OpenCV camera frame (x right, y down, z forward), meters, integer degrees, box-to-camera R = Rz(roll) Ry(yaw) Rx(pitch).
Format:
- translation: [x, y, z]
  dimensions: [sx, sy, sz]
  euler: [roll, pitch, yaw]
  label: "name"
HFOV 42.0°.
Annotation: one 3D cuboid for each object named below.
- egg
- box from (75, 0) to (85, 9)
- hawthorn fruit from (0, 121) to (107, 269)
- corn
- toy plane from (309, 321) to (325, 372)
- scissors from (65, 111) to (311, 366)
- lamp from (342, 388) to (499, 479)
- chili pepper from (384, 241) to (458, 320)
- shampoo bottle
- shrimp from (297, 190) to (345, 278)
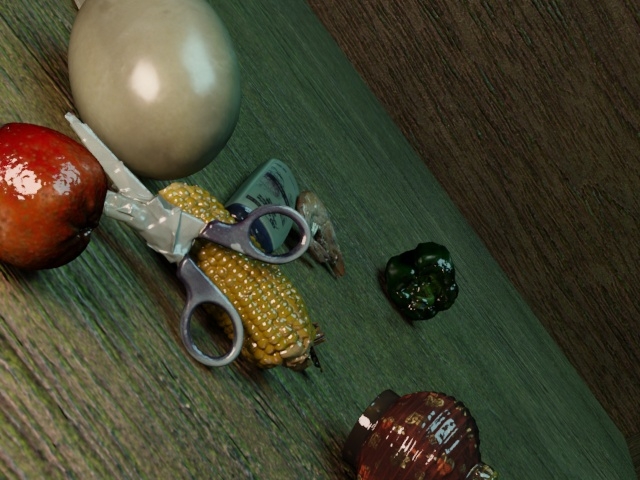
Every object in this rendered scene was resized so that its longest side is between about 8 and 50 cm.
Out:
- translation: [-0.254, -0.256, 1.278]
  dimensions: [0.258, 0.258, 0.352]
  euler: [28, 42, -53]
  label: "egg"
- translation: [-0.328, -0.395, 1.562]
  dimensions: [0.225, 0.117, 0.225]
  euler: [14, 44, -62]
  label: "box"
- translation: [-0.338, -0.062, 0.943]
  dimensions: [0.194, 0.157, 0.157]
  euler: [39, 17, 8]
  label: "hawthorn fruit"
- translation: [-0.128, 0.060, 1.259]
  dimensions: [0.347, 0.130, 0.130]
  euler: [52, 19, -2]
  label: "corn"
- translation: [-0.030, 0.159, 1.387]
  dimensions: [0.135, 0.062, 0.188]
  euler: [59, 0, 10]
  label: "toy plane"
- translation: [-0.212, -0.025, 1.147]
  dimensions: [0.383, 0.256, 0.029]
  euler: [38, -13, -14]
  label: "scissors"
- translation: [0.159, 0.351, 1.308]
  dimensions: [0.247, 0.247, 0.247]
  euler: [47, 20, -23]
  label: "lamp"
- translation: [0.249, 0.114, 2.038]
  dimensions: [0.261, 0.173, 0.165]
  euler: [-93, 168, -60]
  label: "chili pepper"
- translation: [-0.109, -0.050, 1.568]
  dimensions: [0.134, 0.078, 0.359]
  euler: [62, 16, -14]
  label: "shampoo bottle"
- translation: [0.000, 0.000, 1.733]
  dimensions: [0.126, 0.047, 0.224]
  euler: [-71, 142, -52]
  label: "shrimp"
